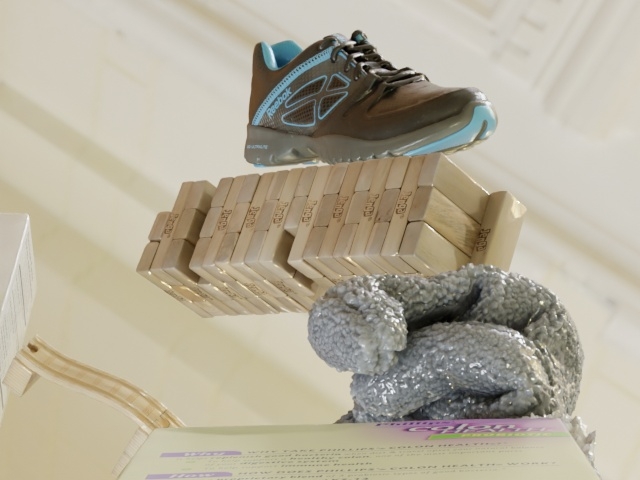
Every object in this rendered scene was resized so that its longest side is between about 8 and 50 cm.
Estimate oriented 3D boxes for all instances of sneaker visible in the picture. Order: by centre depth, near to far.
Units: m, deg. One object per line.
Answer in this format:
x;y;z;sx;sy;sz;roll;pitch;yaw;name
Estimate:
0.035;-0.145;1.856;0.125;0.341;0.139;-7;96;-43;sneaker

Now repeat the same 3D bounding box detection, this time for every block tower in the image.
0.000;0.000;1.482;0.097;0.335;0.091;37;62;-39;block tower

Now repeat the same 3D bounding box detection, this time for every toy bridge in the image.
-0.101;0.120;1.065;0.026;0.188;0.063;-45;171;-41;toy bridge

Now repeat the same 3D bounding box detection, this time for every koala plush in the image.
0.117;0.141;1.216;0.203;0.221;0.196;-12;128;-16;koala plush

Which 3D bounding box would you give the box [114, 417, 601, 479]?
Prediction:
0.017;0.157;0.826;0.243;0.214;0.117;-69;157;-86;box

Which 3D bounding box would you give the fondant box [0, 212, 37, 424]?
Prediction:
-0.376;0.109;1.473;0.330;0.238;0.096;-85;177;-51;fondant box
